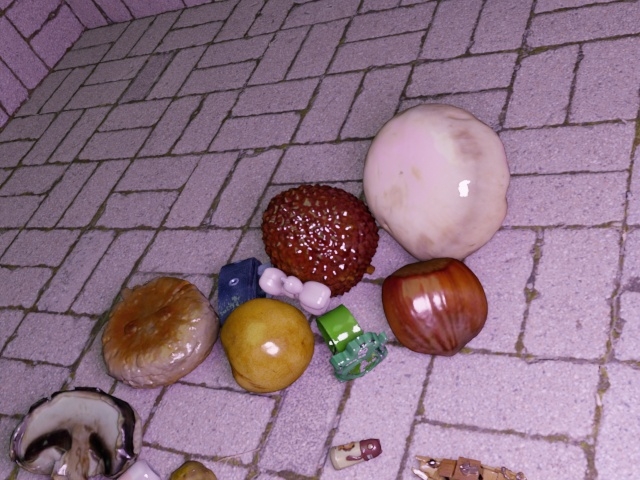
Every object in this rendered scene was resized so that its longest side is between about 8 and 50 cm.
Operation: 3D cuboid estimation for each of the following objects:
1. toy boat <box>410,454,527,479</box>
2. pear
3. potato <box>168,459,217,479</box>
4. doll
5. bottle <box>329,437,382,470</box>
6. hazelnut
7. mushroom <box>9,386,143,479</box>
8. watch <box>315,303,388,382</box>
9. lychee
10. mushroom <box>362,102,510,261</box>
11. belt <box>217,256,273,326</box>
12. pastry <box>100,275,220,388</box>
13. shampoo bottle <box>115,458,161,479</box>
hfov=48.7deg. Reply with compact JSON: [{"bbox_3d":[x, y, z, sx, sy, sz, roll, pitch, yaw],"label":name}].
[{"bbox_3d":[0.260,0.416,1.246,0.206,0.072,0.064,1,49,30],"label":"toy boat"},{"bbox_3d":[-0.113,0.227,1.556,0.209,0.208,0.208,-17,44,17],"label":"pear"},{"bbox_3d":[-0.266,0.509,1.471,0.138,0.070,0.091,19,61,42],"label":"potato"},{"bbox_3d":[-0.056,0.108,1.536,0.160,0.161,0.059,25,78,5],"label":"doll"},{"bbox_3d":[0.071,0.412,1.382,0.101,0.047,0.063,-20,33,12],"label":"bottle"},{"bbox_3d":[0.233,0.136,1.467,0.210,0.210,0.186,-34,17,-3],"label":"hazelnut"},{"bbox_3d":[-0.552,0.470,1.650,0.345,0.130,0.247,-14,60,21],"label":"mushroom"},{"bbox_3d":[0.059,0.203,1.503,0.131,0.165,0.152,-29,57,-7],"label":"watch"},{"bbox_3d":[0.000,0.000,1.665,0.275,0.304,0.275,-51,16,20],"label":"lychee"},{"bbox_3d":[0.260,-0.110,1.572,0.353,0.353,0.325,11,70,38],"label":"mushroom"},{"bbox_3d":[-0.175,0.134,1.740,0.129,0.122,0.218,-16,43,13],"label":"belt"},{"bbox_3d":[-0.403,0.234,1.768,0.330,0.136,0.329,-15,45,16],"label":"pastry"},{"bbox_3d":[-0.435,0.560,1.521,0.192,0.074,0.074,-42,42,-12],"label":"shampoo bottle"}]
